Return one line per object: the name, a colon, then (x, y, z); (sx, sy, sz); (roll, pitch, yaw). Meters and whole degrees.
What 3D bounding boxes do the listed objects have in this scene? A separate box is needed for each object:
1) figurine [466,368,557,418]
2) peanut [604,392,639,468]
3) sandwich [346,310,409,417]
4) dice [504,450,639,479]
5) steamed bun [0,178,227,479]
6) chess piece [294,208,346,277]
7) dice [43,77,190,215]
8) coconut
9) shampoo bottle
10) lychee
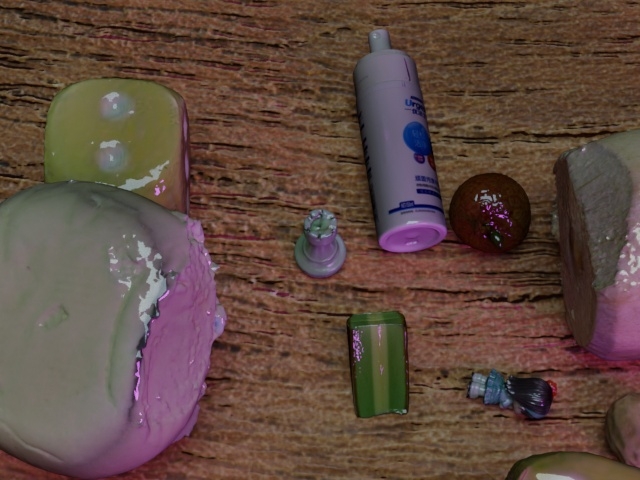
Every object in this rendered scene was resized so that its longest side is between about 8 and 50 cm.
figurine: (0.234, 0.184, 1.751); (0.106, 0.047, 0.060); (12, 31, 13)
peanut: (0.441, 0.259, 1.694); (0.228, 0.085, 0.104); (31, 51, 12)
sandwich: (0.072, 0.153, 1.782); (0.074, 0.074, 0.116); (-3, 99, -2)
dice: (0.281, 0.385, 1.535); (0.238, 0.226, 0.233); (19, 51, 7)
steamed bun: (-0.273, 0.100, 1.677); (0.312, 0.233, 0.333); (21, 91, 22)
chess piece: (0.000, 0.000, 1.796); (0.067, 0.103, 0.067); (0, 67, 0)
dice: (-0.252, -0.094, 1.803); (0.169, 0.166, 0.169); (0, 66, 0)
coconut: (0.418, 0.002, 1.700); (0.255, 0.297, 0.297); (-9, 67, -2)
shampoo bottle: (0.098, -0.139, 1.865); (0.092, 0.092, 0.303); (-6, 66, -3)
lychee: (0.208, -0.033, 1.805); (0.101, 0.114, 0.140); (2, 34, 38)
